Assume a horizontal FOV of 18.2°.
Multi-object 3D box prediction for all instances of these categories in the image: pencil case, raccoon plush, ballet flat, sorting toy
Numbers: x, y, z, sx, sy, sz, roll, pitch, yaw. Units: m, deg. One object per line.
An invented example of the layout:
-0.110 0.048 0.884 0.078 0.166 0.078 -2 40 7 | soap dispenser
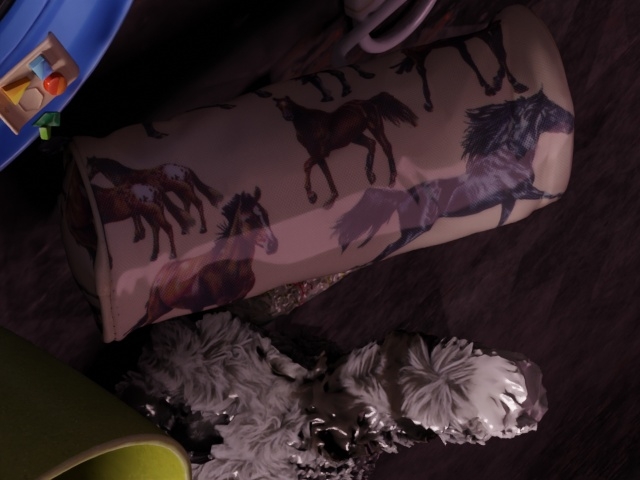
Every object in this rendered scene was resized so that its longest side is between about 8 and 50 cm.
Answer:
-0.001 -0.056 1.516 0.410 0.183 0.160 -17 121 -13 | pencil case
0.013 0.197 1.827 0.299 0.446 0.216 28 69 -67 | raccoon plush
0.000 0.000 1.866 0.241 0.091 0.077 -35 128 -37 | ballet flat
-0.181 -0.095 1.300 0.062 0.012 0.083 -46 156 -6 | sorting toy

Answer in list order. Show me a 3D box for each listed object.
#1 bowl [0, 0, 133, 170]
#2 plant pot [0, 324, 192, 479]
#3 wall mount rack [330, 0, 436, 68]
-0.260 -0.158 1.183 0.391 0.077 0.391 -38 154 -23 | bowl
-0.283 0.141 1.320 0.275 0.293 0.274 -38 154 -22 | plant pot
0.133 -0.268 1.623 0.304 0.130 0.350 -42 156 -16 | wall mount rack
